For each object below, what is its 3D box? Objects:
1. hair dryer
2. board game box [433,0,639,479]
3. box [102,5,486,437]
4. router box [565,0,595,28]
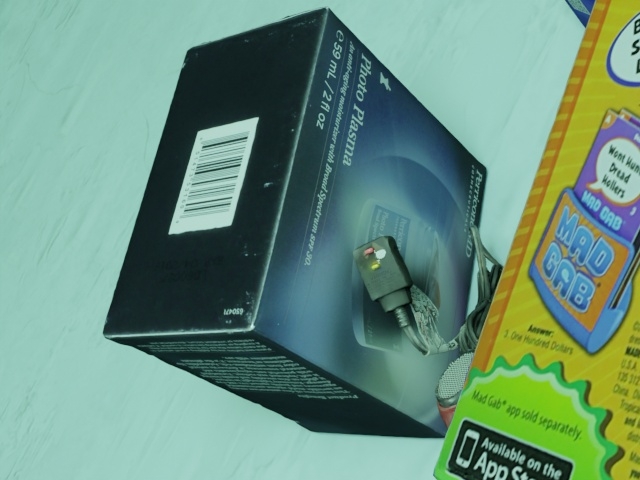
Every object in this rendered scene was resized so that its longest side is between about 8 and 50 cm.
[{"bbox_3d":[0.166,0.103,0.737,0.080,0.223,0.294,-41,65,36],"label":"hair dryer"},{"bbox_3d":[0.337,0.024,0.383,0.356,0.356,0.356,9,77,61],"label":"board game box"},{"bbox_3d":[0.000,0.000,0.847,0.182,0.294,0.296,-6,62,37],"label":"box"},{"bbox_3d":[0.400,-0.268,0.754,0.301,0.082,0.335,-45,32,6],"label":"router box"}]
